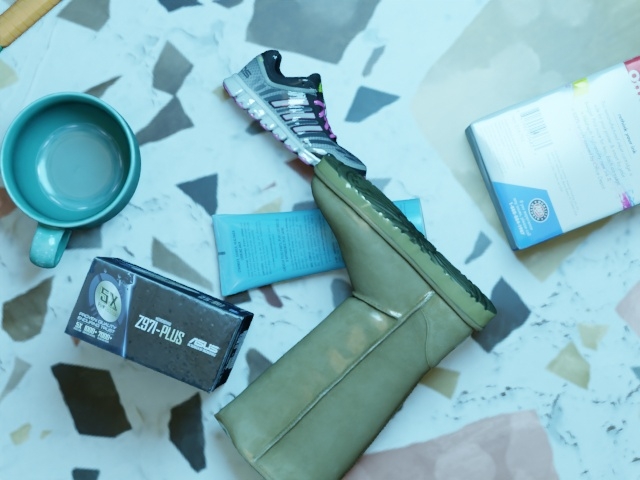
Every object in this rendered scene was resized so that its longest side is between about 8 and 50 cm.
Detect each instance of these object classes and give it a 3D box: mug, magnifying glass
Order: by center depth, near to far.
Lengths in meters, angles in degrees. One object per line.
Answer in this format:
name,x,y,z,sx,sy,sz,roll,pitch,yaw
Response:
mug,-0.248,-0.065,1.852,0.158,0.097,0.129,-42,88,-1
magnifying glass,-0.341,-0.184,1.896,0.231,0.026,0.092,-41,87,-2

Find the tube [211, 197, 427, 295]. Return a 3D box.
tube,0.000,0.000,1.872,0.207,0.052,0.080,-8,84,4

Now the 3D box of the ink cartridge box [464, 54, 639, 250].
ink cartridge box,0.272,-0.092,1.857,0.231,0.078,0.134,-21,88,0

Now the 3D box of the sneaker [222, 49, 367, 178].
sneaker,-0.013,-0.124,1.869,0.170,0.063,0.075,41,94,7

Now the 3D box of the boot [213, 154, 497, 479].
boot,-0.001,0.089,1.818,0.236,0.089,0.269,45,100,-3

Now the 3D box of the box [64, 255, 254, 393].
box,-0.148,0.077,1.802,0.147,0.180,0.077,22,90,2
